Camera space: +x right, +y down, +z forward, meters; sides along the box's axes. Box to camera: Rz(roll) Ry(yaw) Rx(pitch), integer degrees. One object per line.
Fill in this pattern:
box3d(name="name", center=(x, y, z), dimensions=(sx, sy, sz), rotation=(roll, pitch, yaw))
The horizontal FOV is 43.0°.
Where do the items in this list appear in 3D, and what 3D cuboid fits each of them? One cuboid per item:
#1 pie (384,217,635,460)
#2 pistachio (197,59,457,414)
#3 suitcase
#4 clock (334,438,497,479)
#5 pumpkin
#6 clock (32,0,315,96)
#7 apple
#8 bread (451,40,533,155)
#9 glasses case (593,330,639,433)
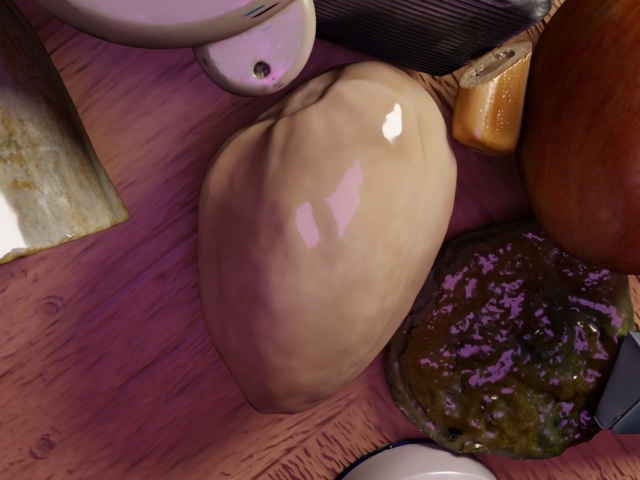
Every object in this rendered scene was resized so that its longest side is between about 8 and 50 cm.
box3d(name="pie", center=(0.203, 0.105, 0.839), dimensions=(0.277, 0.078, 0.277), rotation=(-3, 103, -13))
box3d(name="pistachio", center=(0.000, 0.000, 0.702), dimensions=(0.214, 0.193, 0.318), rotation=(10, 110, -7))
box3d(name="suitcase", center=(0.022, -0.242, 0.636), dimensions=(0.312, 0.202, 0.128), rotation=(15, 80, -18))
box3d(name="clock", center=(0.106, 0.334, 0.876), dimensions=(0.230, 0.083, 0.230), rotation=(-4, 104, -15))
box3d(name="pumpkin", center=(-0.319, -0.049, 0.559), dimensions=(0.332, 0.332, 0.199), rotation=(-21, 95, -8))
box3d(name="clock", center=(-0.077, -0.255, 0.440), dimensions=(0.284, 0.114, 0.309), rotation=(16, 105, -17))
box3d(name="apple", center=(0.311, -0.122, 0.697), dimensions=(0.301, 0.301, 0.301), rotation=(-3, 105, -13))
box3d(name="bread", center=(0.140, -0.124, 0.681), dimensions=(0.062, 0.049, 0.103), rotation=(9, 89, -30))
box3d(name="glasses case", center=(0.411, 0.166, 0.876), dimensions=(0.266, 0.056, 0.105), rotation=(10, 102, -35))
